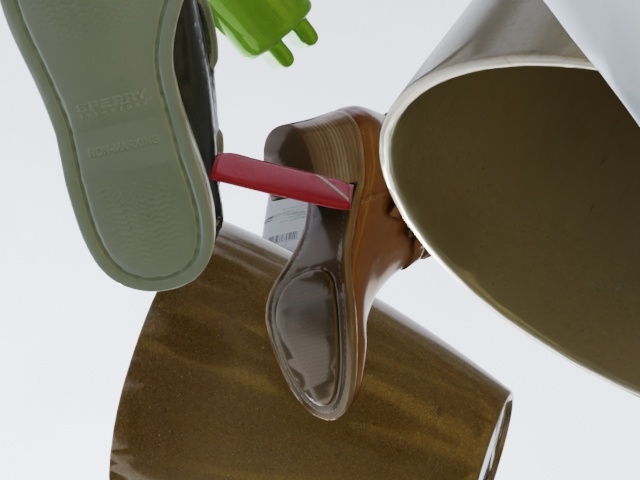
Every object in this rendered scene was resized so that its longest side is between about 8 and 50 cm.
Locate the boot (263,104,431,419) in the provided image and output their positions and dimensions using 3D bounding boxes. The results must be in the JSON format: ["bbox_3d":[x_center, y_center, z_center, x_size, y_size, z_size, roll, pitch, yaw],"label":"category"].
[{"bbox_3d":[0.039,0.010,1.242,0.152,0.073,0.197,-8,-83,-48],"label":"boot"}]

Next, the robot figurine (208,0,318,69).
[{"bbox_3d":[-0.053,-0.178,1.389,0.101,0.067,0.115,-43,-78,-8],"label":"robot figurine"}]

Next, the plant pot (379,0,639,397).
[{"bbox_3d":[0.198,-0.097,0.773,0.256,0.256,0.274,48,-119,-39],"label":"plant pot"}]

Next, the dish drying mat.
[{"bbox_3d":[-0.022,-0.035,1.113,0.032,0.083,0.008,-80,5,-59],"label":"dish drying mat"}]

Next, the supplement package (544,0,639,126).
[{"bbox_3d":[0.137,-0.084,0.396,0.139,0.244,0.134,-19,-29,-27],"label":"supplement package"}]

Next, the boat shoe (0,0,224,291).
[{"bbox_3d":[-0.118,-0.121,1.109,0.114,0.091,0.303,-2,-64,3],"label":"boat shoe"}]

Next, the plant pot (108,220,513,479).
[{"bbox_3d":[0.005,0.133,1.422,0.237,0.254,0.237,17,-90,-78],"label":"plant pot"}]

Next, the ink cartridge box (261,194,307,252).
[{"bbox_3d":[0.000,0.000,1.774,0.135,0.099,0.056,-83,-24,-56],"label":"ink cartridge box"}]
